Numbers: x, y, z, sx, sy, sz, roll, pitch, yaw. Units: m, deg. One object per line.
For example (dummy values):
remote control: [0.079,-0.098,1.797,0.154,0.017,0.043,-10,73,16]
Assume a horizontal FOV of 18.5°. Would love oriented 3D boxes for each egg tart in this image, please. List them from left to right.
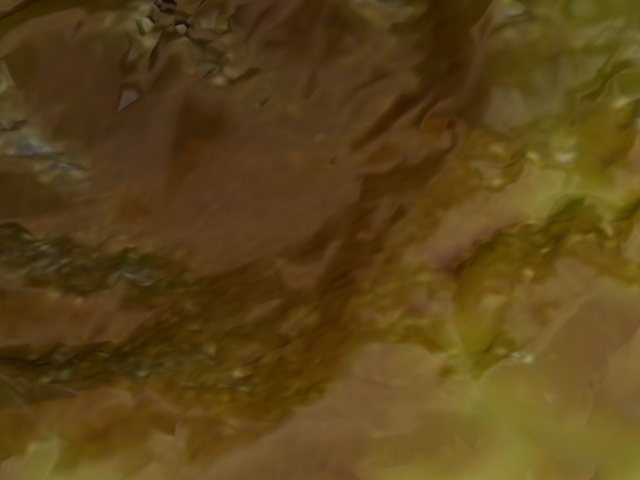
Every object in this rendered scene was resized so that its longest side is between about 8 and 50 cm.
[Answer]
egg tart: [0.000,0.000,0.478,0.388,0.169,0.388,-14,133,-16]
